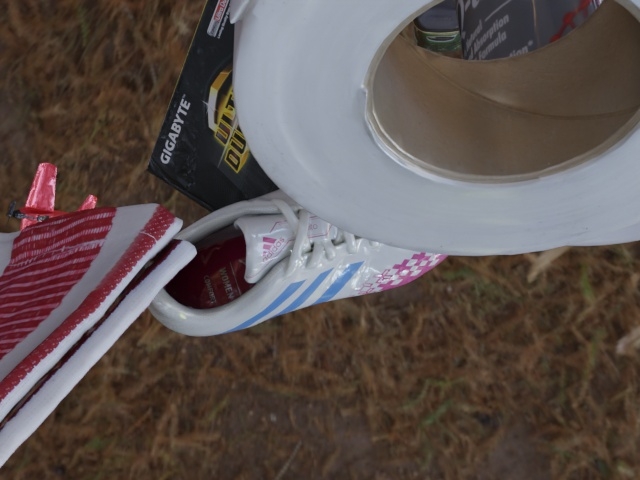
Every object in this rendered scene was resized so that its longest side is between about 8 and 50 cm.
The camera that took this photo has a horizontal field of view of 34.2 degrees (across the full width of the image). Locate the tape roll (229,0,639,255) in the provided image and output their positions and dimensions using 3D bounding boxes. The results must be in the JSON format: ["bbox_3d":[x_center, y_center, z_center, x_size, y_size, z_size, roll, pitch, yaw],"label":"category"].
[{"bbox_3d":[0.094,-0.112,0.545,0.286,0.100,0.286,0,144,0],"label":"tape roll"}]

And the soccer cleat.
[{"bbox_3d":[0.000,0.000,0.907,0.331,0.143,0.116,-23,78,0],"label":"soccer cleat"}]

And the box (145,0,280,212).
[{"bbox_3d":[-0.061,-0.166,1.338,0.257,0.079,0.322,32,120,10],"label":"box"}]

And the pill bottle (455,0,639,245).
[{"bbox_3d":[0.211,-0.197,0.824,0.210,0.363,0.210,-4,156,-2],"label":"pill bottle"}]

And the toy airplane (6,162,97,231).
[{"bbox_3d":[-0.378,-0.035,1.474,0.151,0.028,0.151,-29,134,-34],"label":"toy airplane"}]

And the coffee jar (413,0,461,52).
[{"bbox_3d":[0.197,-0.364,1.698,0.096,0.184,0.079,0,88,6],"label":"coffee jar"}]

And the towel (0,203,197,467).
[{"bbox_3d":[-0.240,0.071,0.511,0.328,0.237,0.037,-7,123,39],"label":"towel"}]
